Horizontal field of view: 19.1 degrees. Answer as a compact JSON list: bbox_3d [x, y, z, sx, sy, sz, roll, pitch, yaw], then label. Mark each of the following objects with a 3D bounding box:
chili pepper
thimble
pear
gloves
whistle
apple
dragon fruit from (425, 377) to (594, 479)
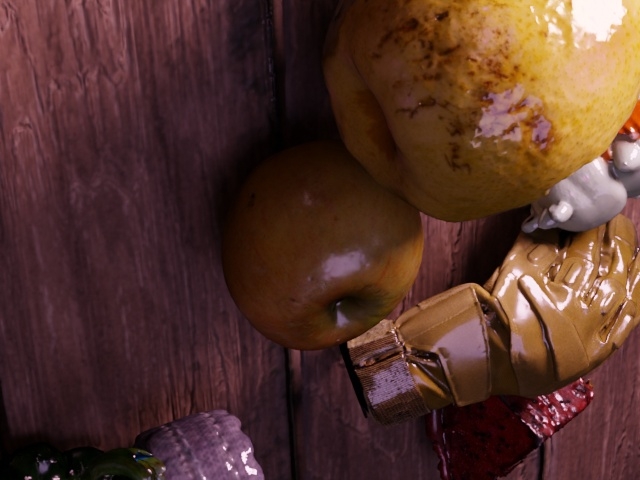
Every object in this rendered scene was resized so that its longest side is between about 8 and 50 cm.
[{"bbox_3d":[-0.227,0.261,1.741,0.174,0.165,0.261,23,117,-19],"label":"chili pepper"},{"bbox_3d":[-0.113,0.236,1.790,0.098,0.150,0.150,-15,131,-18],"label":"thimble"},{"bbox_3d":[0.138,-0.144,1.542,0.271,0.271,0.271,-14,131,-17],"label":"pear"},{"bbox_3d":[0.181,0.077,1.800,0.331,0.141,0.154,-22,109,-5],"label":"gloves"},{"bbox_3d":[0.285,-0.090,1.762,0.253,0.101,0.106,-38,130,8],"label":"whistle"},{"bbox_3d":[0.000,0.000,1.654,0.182,0.155,0.182,-17,149,-10],"label":"apple"},{"bbox_3d":[0.177,0.173,1.940,0.127,0.120,0.161,-27,164,-49],"label":"dragon fruit"}]
